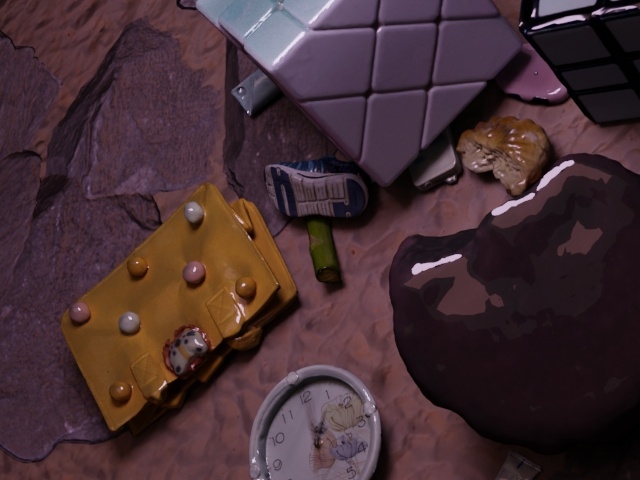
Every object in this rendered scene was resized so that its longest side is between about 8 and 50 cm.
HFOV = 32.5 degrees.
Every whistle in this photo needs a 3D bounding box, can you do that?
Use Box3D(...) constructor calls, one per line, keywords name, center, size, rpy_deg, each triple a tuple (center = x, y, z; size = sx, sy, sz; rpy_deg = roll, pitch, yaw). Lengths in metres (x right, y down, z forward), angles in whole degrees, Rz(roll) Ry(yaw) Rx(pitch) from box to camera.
Box3D(name="whistle", center=(-0.026, -0.339, 1.963), size=(0.312, 0.062, 0.062), rpy_deg=(-37, 53, 14))

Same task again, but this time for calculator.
Box3D(name="calculator", center=(0.345, -0.260, 1.697), size=(0.166, 0.024, 0.103), rpy_deg=(13, 76, 36))

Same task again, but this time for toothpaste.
Box3D(name="toothpaste", center=(0.220, 0.385, 1.469), size=(0.052, 0.033, 0.218), rpy_deg=(28, 82, 36))

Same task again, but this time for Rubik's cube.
Box3D(name="Rubik's cube", center=(0.057, -0.337, 1.705), size=(0.322, 0.319, 0.316), rpy_deg=(-47, 39, 2))
Box3D(name="Rubik's cube", center=(0.462, -0.354, 1.496), size=(0.293, 0.283, 0.288), rpy_deg=(-4, 67, 37))

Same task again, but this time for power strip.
Box3D(name="power strip", center=(0.171, -0.167, 1.764), size=(0.081, 0.035, 0.192), rpy_deg=(-26, 55, 22))

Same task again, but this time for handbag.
Box3D(name="handbag", center=(-0.243, 0.115, 1.860), size=(0.401, 0.133, 0.283), rpy_deg=(-40, 57, 12))

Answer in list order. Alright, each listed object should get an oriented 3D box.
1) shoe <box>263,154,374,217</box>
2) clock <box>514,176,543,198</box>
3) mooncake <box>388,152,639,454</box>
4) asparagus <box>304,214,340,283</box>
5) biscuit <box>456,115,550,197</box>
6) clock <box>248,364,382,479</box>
Box3D(name="shoe", center=(0.000, -0.095, 1.812), size=(0.207, 0.091, 0.106), rpy_deg=(5, 32, 28))
Box3D(name="clock", center=(0.341, -0.019, 1.562), size=(0.113, 0.061, 0.155), rpy_deg=(-31, 52, 20))
Box3D(name="mooncake", center=(0.294, 0.093, 1.405), size=(0.381, 0.212, 0.351), rpy_deg=(-16, 80, 22))
Box3D(name="asparagus", center=(0.000, 0.000, 1.799), size=(0.045, 0.041, 0.178), rpy_deg=(-6, 43, -6))
Box3D(name="biscuit", center=(0.275, -0.143, 1.642), size=(0.118, 0.061, 0.183), rpy_deg=(-44, 32, -5))
Box3D(name="clock", center=(-0.002, 0.305, 1.642), size=(0.236, 0.053, 0.236), rpy_deg=(-16, 61, 30))
